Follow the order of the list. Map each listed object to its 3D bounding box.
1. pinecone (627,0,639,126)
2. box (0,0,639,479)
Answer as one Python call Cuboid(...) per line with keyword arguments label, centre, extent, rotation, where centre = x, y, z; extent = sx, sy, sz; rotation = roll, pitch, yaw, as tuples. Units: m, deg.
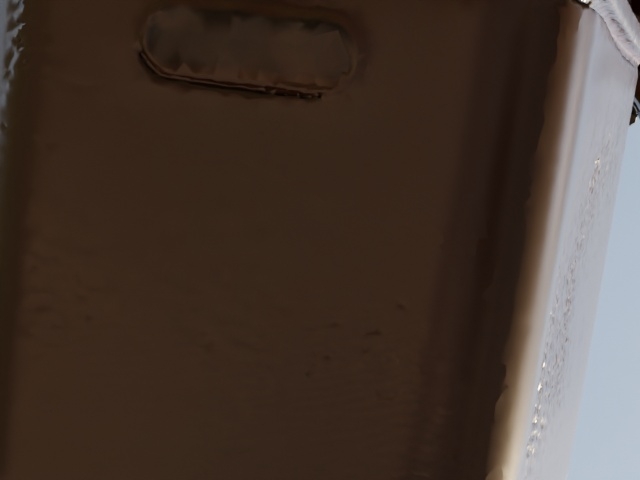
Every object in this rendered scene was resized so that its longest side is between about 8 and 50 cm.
Cuboid(label="pinecone", centre=(0.186, -0.148, 1.168), extent=(0.195, 0.179, 0.150), rotation=(-45, -58, -7))
Cuboid(label="box", centre=(0.000, 0.000, 0.857), extent=(0.239, 0.339, 0.229), rotation=(8, -88, 12))
